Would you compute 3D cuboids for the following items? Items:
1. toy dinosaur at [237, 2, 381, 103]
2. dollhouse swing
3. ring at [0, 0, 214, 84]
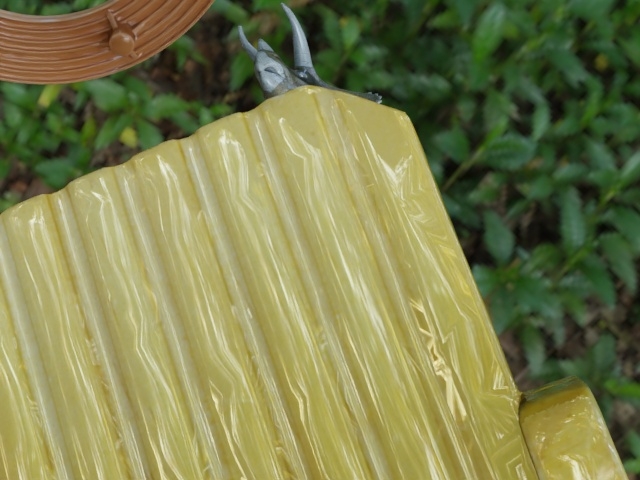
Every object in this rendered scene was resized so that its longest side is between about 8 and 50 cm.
[{"bbox_3d":[0.000,0.000,1.095,0.121,0.313,0.160,-1,48,-7],"label":"toy dinosaur"},{"bbox_3d":[-0.065,0.088,0.634,0.315,0.346,0.305,27,42,-81],"label":"dollhouse swing"},{"bbox_3d":[-0.219,-0.268,1.159,0.336,0.337,0.032,20,29,-18],"label":"ring"}]
